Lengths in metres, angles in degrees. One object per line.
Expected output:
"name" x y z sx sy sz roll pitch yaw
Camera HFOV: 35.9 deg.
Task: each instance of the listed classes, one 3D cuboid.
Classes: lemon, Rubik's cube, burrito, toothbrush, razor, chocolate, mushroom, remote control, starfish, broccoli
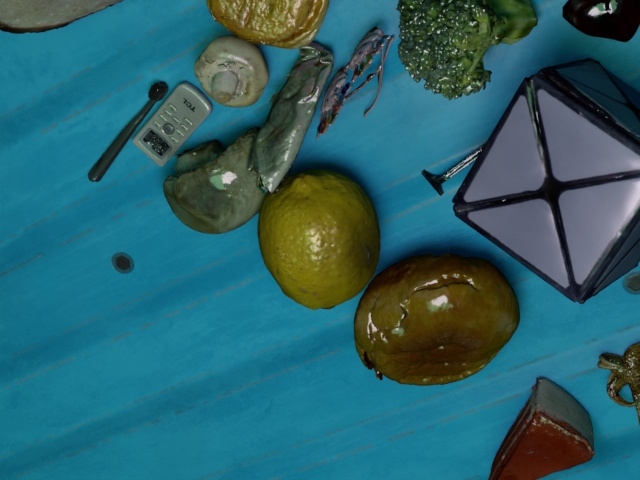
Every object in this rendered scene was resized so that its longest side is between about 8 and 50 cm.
"lemon" 0.000 0.000 1.976 0.253 0.253 0.310 -4 119 15
"Rubik's cube" 0.465 -0.120 1.735 0.307 0.305 0.310 40 123 21
"burrito" -0.059 -0.237 1.914 0.096 0.066 0.309 25 93 30
"toothbrush" -0.411 -0.224 2.080 0.297 0.030 0.030 -46 73 29
"razor" 0.292 -0.157 1.951 0.190 0.033 0.066 -35 105 25
"chocolate" 0.511 -0.402 1.754 0.148 0.080 0.125 -22 109 20
"mushroom" -0.208 -0.100 2.019 0.267 0.164 0.189 -17 110 20
"remote control" -0.306 -0.242 2.046 0.087 0.029 0.190 43 117 -10
"mushroom" -0.175 -0.323 1.914 0.154 0.122 0.154 12 145 8
"starfish" 0.669 0.297 2.066 0.146 0.074 0.190 -16 111 21
"broccoli" 0.258 -0.410 1.768 0.245 0.248 0.288 2 127 -36

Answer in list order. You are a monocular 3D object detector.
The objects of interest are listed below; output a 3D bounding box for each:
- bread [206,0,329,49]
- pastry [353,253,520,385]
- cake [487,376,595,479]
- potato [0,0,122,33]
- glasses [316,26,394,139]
"bread" -0.099 -0.465 1.837 0.236 0.120 0.198 22 117 1
"pastry" 0.237 0.168 2.011 0.356 0.164 0.356 -2 136 -2
"cake" 0.484 0.452 2.140 0.159 0.158 0.262 23 121 2
"potato" -0.508 -0.588 1.816 0.397 0.290 0.296 -27 79 4
"glasses" 0.074 -0.290 1.863 0.095 0.162 0.255 30 119 -7
